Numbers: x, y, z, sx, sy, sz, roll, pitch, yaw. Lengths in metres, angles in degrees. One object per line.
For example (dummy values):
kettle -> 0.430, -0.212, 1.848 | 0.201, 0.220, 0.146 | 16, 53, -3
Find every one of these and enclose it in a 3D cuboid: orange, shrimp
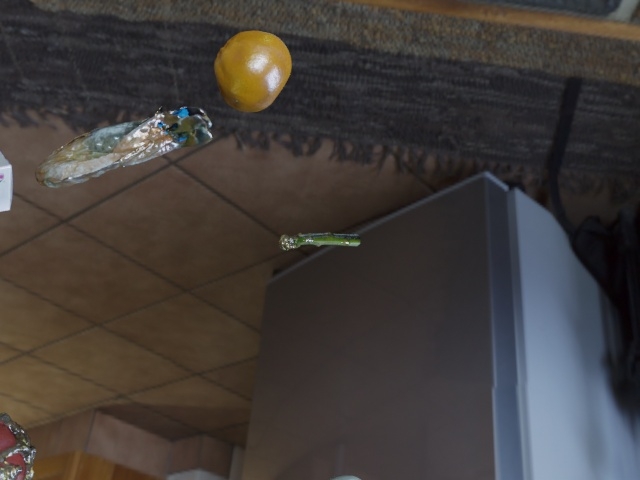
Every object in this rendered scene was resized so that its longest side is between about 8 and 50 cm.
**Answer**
orange -> -0.131, -0.321, 1.501 | 0.136, 0.159, 0.159 | 34, 139, -15
shrimp -> -0.477, -0.224, 1.914 | 0.445, 0.221, 0.110 | -18, 117, 3

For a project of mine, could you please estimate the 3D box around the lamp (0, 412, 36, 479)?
lamp -> -0.598, 0.381, 1.279 | 0.177, 0.177, 0.274 | -20, -179, 32

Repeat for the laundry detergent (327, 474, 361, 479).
laundry detergent -> -0.012, 0.455, 1.052 | 0.105, 0.215, 0.280 | -28, 174, 41

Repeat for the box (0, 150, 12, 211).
box -> -0.713, -0.119, 1.365 | 0.299, 0.200, 0.106 | -18, 140, -36

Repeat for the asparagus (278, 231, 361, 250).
asparagus -> 0.000, 0.000, 0.767 | 0.015, 0.018, 0.127 | -48, 156, 26
